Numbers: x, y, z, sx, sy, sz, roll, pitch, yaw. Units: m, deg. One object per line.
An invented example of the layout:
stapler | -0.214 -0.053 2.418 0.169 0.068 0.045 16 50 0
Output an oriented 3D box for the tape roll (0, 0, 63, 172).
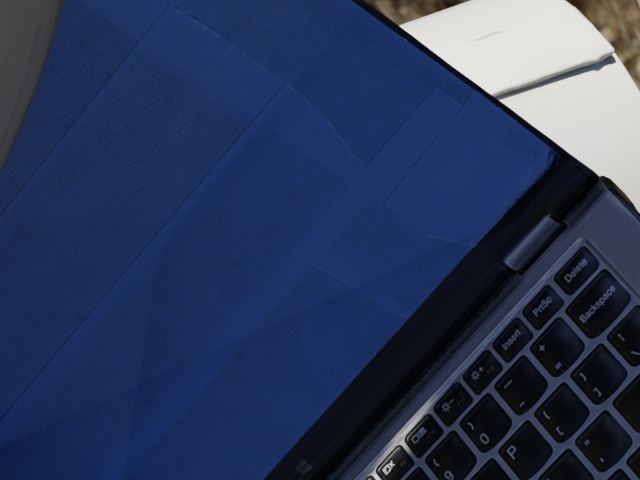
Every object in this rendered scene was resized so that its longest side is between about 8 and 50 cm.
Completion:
tape roll | -0.209 -0.054 0.604 0.169 0.246 0.246 29 96 7

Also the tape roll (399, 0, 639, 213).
tape roll | 0.123 -0.012 1.200 0.100 0.286 0.286 -20 86 -14

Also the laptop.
laptop | -0.023 0.130 0.780 0.382 0.236 0.408 -49 60 17
